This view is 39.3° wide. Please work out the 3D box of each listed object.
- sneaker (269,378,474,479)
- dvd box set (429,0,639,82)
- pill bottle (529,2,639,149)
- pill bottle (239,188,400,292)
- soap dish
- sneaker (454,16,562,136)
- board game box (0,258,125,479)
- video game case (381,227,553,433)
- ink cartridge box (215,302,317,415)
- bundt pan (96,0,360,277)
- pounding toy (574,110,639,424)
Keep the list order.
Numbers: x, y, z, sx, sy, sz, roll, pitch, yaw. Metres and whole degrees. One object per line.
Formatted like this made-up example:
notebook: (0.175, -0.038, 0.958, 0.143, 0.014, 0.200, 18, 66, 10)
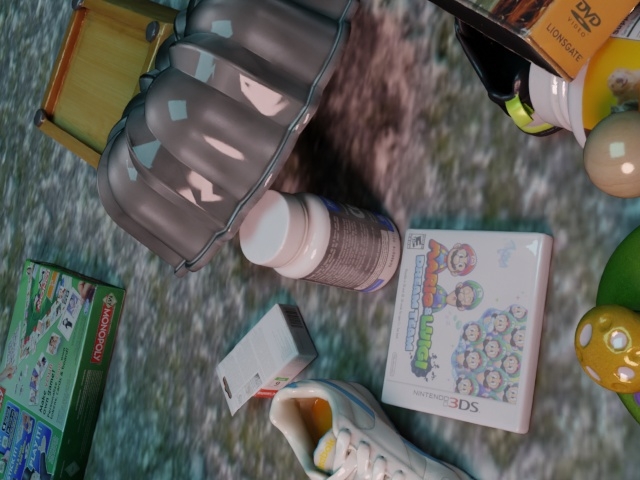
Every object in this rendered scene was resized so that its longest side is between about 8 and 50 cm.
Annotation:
sneaker: (0.044, 0.195, 0.736, 0.229, 0.092, 0.087, 35, 104, 44)
dvd box set: (0.212, -0.342, 0.633, 0.420, 0.062, 0.307, -50, 39, 10)
pill bottle: (0.246, -0.096, 0.581, 0.215, 0.117, 0.117, 24, 97, 47)
pill bottle: (0.000, 0.000, 0.798, 0.078, 0.137, 0.078, -14, 70, 43)
soap dish: (-0.234, -0.184, 1.106, 0.291, 0.118, 0.228, 30, 102, 47)
sneaker: (0.151, -0.193, 0.720, 0.084, 0.097, 0.234, -32, 58, 36)
board game box: (-0.367, 0.197, 1.199, 0.214, 0.046, 0.317, 13, 89, 48)
video game case: (0.118, 0.069, 0.744, 0.143, 0.019, 0.157, 3, 82, 46)
ink cartridge box: (-0.057, 0.123, 0.907, 0.115, 0.029, 0.062, -47, 51, 29)
bundt pan: (-0.106, -0.136, 0.853, 0.331, 0.124, 0.330, -51, 21, 27)
pounding toy: (0.211, 0.054, 0.511, 0.183, 0.110, 0.236, 17, 123, 50)
